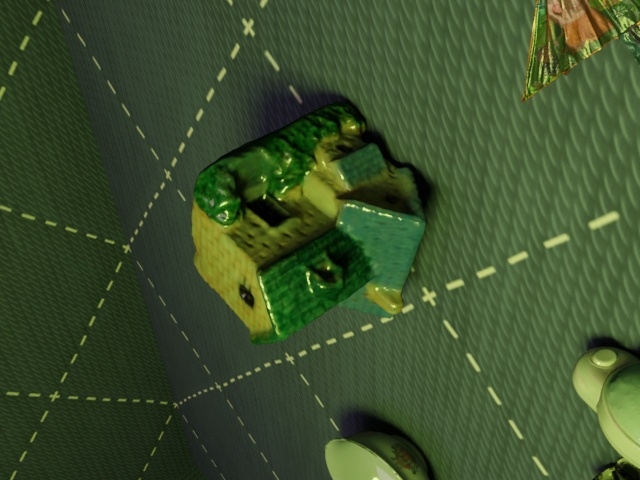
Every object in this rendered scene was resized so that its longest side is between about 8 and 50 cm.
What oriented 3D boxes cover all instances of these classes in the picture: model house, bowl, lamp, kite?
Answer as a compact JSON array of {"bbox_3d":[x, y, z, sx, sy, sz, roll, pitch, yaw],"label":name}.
[{"bbox_3d":[0.000,0.000,1.041,0.342,0.382,0.335,43,144,27],"label":"model house"},{"bbox_3d":[0.185,0.629,1.481,0.345,0.157,0.346,29,135,34],"label":"bowl"},{"bbox_3d":[0.496,0.242,0.824,0.246,0.179,0.108,47,144,49],"label":"lamp"},{"bbox_3d":[0.350,-0.315,0.710,0.234,0.016,0.321,57,144,1],"label":"kite"}]

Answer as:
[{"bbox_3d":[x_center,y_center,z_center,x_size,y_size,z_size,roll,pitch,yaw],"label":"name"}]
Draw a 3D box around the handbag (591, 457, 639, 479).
[{"bbox_3d":[0.603,0.545,0.875,0.160,0.236,0.358,-45,75,13],"label":"handbag"}]
